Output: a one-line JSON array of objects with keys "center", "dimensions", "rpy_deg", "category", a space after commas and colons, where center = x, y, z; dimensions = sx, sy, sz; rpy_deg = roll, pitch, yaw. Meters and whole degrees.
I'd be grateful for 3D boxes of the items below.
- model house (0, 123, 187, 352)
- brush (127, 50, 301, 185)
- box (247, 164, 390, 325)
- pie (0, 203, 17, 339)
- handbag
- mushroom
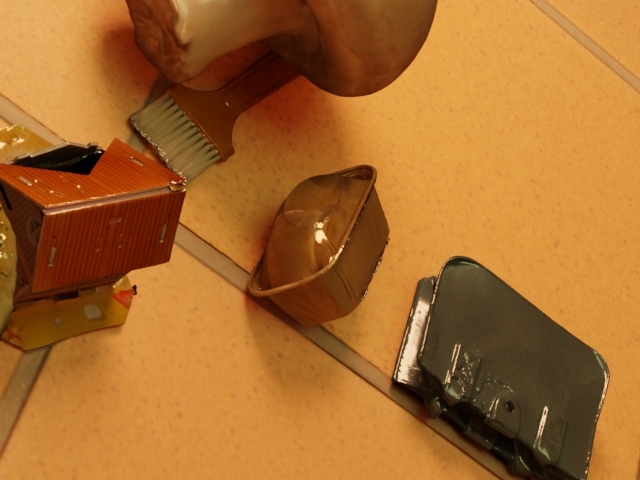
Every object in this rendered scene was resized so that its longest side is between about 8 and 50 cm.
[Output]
[{"center": [-0.228, -0.029, 1.643], "dimensions": [0.219, 0.136, 0.207], "rpy_deg": [-10, 72, -46], "category": "model house"}, {"center": [-0.075, -0.147, 1.958], "dimensions": [0.090, 0.017, 0.314], "rpy_deg": [52, 40, -2], "category": "brush"}, {"center": [0.000, 0.000, 1.863], "dimensions": [0.111, 0.111, 0.177], "rpy_deg": [41, 42, -14], "category": "box"}, {"center": [-0.389, -0.031, 1.448], "dimensions": [0.371, 0.078, 0.296], "rpy_deg": [47, 41, -6], "category": "pie"}, {"center": [0.182, 0.137, 1.964], "dimensions": [0.229, 0.062, 0.179], "rpy_deg": [36, 44, -18], "category": "handbag"}, {"center": [-0.042, -0.251, 1.896], "dimensions": [0.290, 0.297, 0.297], "rpy_deg": [-39, 92, -16], "category": "mushroom"}]
